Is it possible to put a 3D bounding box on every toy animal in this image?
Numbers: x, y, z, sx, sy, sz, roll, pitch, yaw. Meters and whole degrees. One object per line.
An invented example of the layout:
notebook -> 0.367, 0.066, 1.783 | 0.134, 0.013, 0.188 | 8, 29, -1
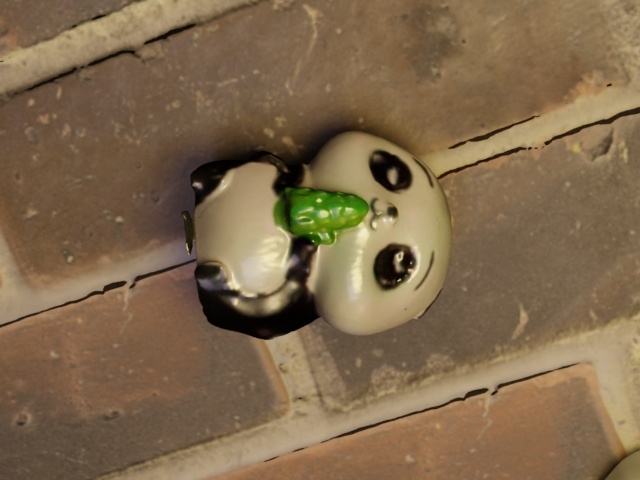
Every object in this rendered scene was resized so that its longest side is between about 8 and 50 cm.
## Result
toy animal -> -0.001, -0.003, 1.528 | 0.266, 0.212, 0.213 | -7, 108, 10

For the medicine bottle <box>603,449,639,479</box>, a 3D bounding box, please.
medicine bottle -> 0.370, 0.344, 1.661 | 0.179, 0.124, 0.324 | 33, 109, -8
